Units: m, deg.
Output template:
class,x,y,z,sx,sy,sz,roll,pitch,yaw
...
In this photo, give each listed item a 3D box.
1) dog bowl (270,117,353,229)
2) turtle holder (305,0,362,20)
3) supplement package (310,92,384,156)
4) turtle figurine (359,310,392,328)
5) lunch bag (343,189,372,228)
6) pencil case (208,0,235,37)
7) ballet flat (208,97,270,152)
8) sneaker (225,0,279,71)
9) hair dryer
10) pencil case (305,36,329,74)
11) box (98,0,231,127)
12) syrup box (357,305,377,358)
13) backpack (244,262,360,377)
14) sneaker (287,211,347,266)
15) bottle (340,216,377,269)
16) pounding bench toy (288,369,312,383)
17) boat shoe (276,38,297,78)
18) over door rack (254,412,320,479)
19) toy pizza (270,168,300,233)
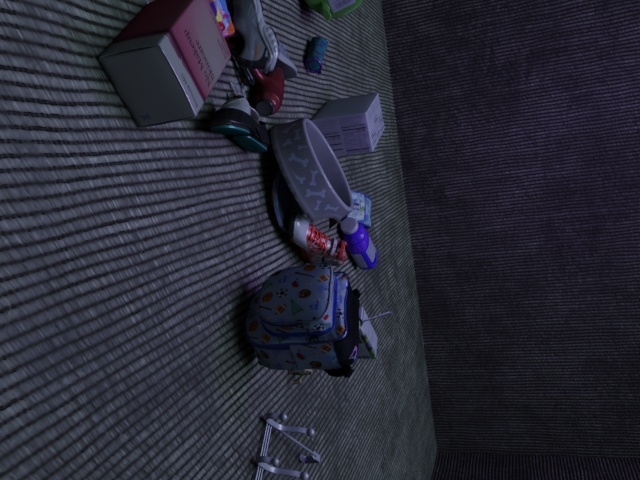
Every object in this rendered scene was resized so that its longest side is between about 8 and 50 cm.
class,x,y,z,sx,sy,sz,roll,pitch,yaw
dog bowl,-0.014,-0.203,1.657,0.348,0.102,0.348,56,16,-26
turtle holder,0.014,-0.939,1.960,0.321,0.243,0.227,31,25,-17
supplement package,0.103,-0.420,2.041,0.261,0.204,0.145,-62,143,-58
turtle figurine,0.014,0.215,1.637,0.197,0.275,0.266,52,12,26
lunch bag,0.141,-0.122,2.250,0.151,0.096,0.128,24,64,-52
pencil case,-0.262,-0.544,1.202,0.104,0.105,0.236,-66,146,-54
ballet flat,-0.193,-0.280,1.334,0.280,0.096,0.096,14,76,-80
sneaker,-0.189,-0.514,1.335,0.271,0.108,0.100,65,-31,24
hair dryer,-0.161,-0.442,1.487,0.293,0.080,0.223,-22,105,-70
pencil case,-0.013,-0.656,1.988,0.070,0.065,0.151,46,40,-36
box,-0.278,-0.343,1.052,0.232,0.127,0.148,-77,154,-43
syrup box,0.140,0.347,2.102,0.236,0.093,0.096,63,29,-46
backpack,-0.050,0.191,1.355,0.276,0.264,0.213,-81,150,-54
sneaker,0.000,-0.001,1.668,0.270,0.145,0.090,66,34,-60
bottle,0.152,0.009,2.230,0.282,0.092,0.118,56,31,-54
pounding bench toy,-0.056,0.370,1.602,0.065,0.052,0.083,45,43,-62
boat shoe,-0.128,-0.539,1.605,0.227,0.080,0.081,25,66,-64
over door rack,-0.066,0.609,1.426,0.324,0.108,0.239,64,29,-46
toy pizza,-0.103,-0.120,1.627,0.201,0.032,0.201,0,90,-72
